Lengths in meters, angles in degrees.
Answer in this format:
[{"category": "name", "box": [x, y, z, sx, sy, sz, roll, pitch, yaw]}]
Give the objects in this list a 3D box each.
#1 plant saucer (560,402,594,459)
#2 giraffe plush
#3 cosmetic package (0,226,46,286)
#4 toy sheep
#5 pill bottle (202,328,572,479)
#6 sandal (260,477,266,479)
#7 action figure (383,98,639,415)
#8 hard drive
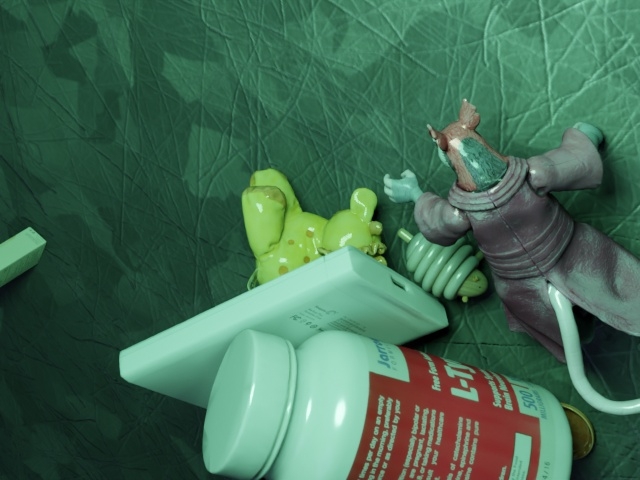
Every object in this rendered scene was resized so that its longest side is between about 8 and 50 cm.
[{"category": "plant saucer", "box": [0.315, 0.246, 1.514, 0.083, 0.013, 0.084, 16, 123, 26]}, {"category": "giraffe plush", "box": [0.000, 0.000, 1.506, 0.170, 0.210, 0.181, -9, 127, 8]}, {"category": "cosmetic package", "box": [-0.499, 0.031, 1.874, 0.041, 0.115, 0.060, 40, 129, 9]}, {"category": "toy sheep", "box": [0.151, 0.026, 1.456, 0.132, 0.091, 0.091, 33, 128, 15]}, {"category": "pill bottle", "box": [0.077, 0.240, 1.412, 0.407, 0.229, 0.229, 17, 132, -18]}, {"category": "sandal", "box": [-0.033, 0.311, 1.642, 0.167, 0.107, 0.446, 1, 97, 37]}, {"category": "action figure", "box": [0.216, 0.008, 1.274, 0.248, 0.276, 0.370, -28, 125, 23]}, {"category": "hard drive", "box": [-0.046, 0.125, 1.487, 0.353, 0.233, 0.047, -26, 57, 25]}]
